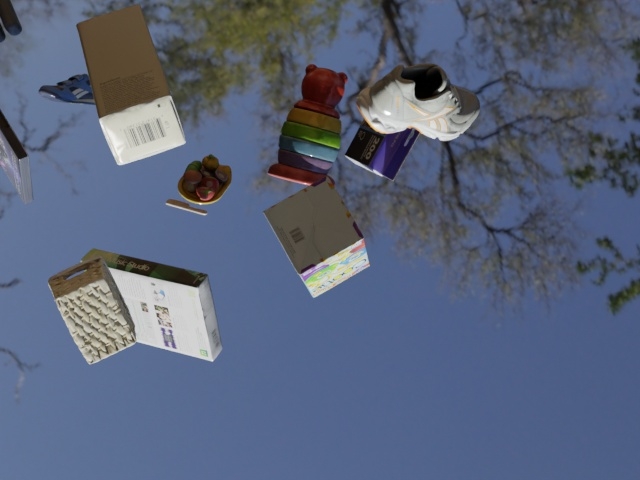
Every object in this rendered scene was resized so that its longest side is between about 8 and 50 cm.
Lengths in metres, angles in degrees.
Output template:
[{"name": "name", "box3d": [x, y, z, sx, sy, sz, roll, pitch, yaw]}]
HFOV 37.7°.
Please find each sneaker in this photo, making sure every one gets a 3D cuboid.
[{"name": "sneaker", "box3d": [0.190, -0.234, 1.535, 0.262, 0.099, 0.121, -7, 157, -42]}, {"name": "sneaker", "box3d": [-0.472, -0.291, 1.789, 0.053, 0.059, 0.144, 12, -169, 42]}]

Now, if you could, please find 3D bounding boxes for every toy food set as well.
[{"name": "toy food set", "box3d": [-0.321, -0.169, 2.559, 0.128, 0.071, 0.218, 21, -136, 6]}]

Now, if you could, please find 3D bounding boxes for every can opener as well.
[{"name": "can opener", "box3d": [-0.681, -0.523, 1.914, 0.074, 0.093, 0.280, -27, -110, -2]}]

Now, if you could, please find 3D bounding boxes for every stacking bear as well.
[{"name": "stacking bear", "box3d": [-0.017, -0.284, 2.311, 0.175, 0.289, 0.164, 14, -175, 1]}]

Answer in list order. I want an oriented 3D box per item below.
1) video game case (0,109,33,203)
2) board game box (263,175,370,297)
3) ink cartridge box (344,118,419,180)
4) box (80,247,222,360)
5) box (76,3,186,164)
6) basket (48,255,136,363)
[{"name": "video game case", "box3d": [-0.666, -0.228, 1.914, 0.026, 0.274, 0.196, -30, 166, -24]}, {"name": "board game box", "box3d": [0.000, 0.000, 1.855, 0.142, 0.275, 0.144, -29, -103, -2]}, {"name": "ink cartridge box", "box3d": [0.148, -0.242, 1.977, 0.206, 0.045, 0.208, -61, -155, 3]}, {"name": "box", "box3d": [-0.396, 0.151, 2.204, 0.322, 0.232, 0.058, 11, -140, 20]}, {"name": "box", "box3d": [-0.291, -0.242, 1.423, 0.113, 0.094, 0.275, -18, -135, -5]}, {"name": "basket", "box3d": [-0.423, 0.133, 1.753, 0.113, 0.167, 0.103, -26, -155, -11]}]
